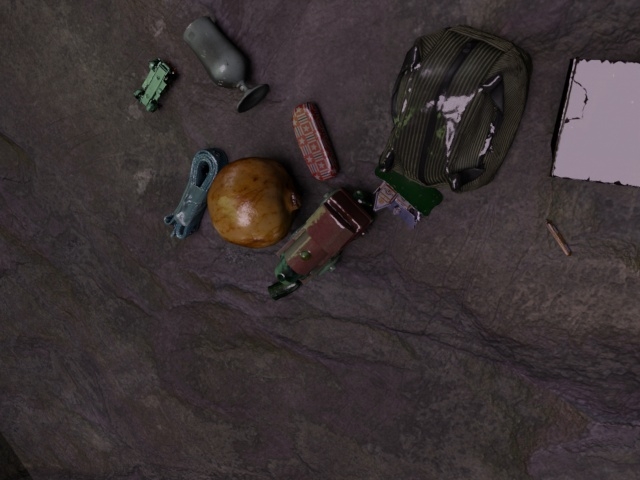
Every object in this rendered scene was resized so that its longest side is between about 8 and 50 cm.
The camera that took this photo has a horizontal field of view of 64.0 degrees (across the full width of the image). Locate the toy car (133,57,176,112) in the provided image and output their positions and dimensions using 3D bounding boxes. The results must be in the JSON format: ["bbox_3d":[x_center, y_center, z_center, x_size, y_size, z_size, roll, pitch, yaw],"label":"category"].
[{"bbox_3d":[-0.449,-0.421,1.398,0.073,0.054,0.143,43,121,2],"label":"toy car"}]

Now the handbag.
[{"bbox_3d":[0.268,-0.252,1.043,0.248,0.240,0.340,24,118,19],"label":"handbag"}]

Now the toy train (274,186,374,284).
[{"bbox_3d":[0.000,0.000,1.260,0.150,0.221,0.304,45,119,3],"label":"toy train"}]

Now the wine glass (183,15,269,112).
[{"bbox_3d":[-0.237,-0.438,1.271,0.103,0.103,0.231,-39,88,30],"label":"wine glass"}]

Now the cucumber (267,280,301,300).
[{"bbox_3d":[-0.100,0.132,1.453,0.105,0.048,0.048,-28,96,28],"label":"cucumber"}]

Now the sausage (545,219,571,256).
[{"bbox_3d":[0.531,-0.004,1.144,0.015,0.015,0.100,-34,93,30],"label":"sausage"}]

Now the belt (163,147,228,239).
[{"bbox_3d":[-0.356,-0.130,1.456,0.087,0.072,0.302,35,117,3],"label":"belt"}]

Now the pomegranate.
[{"bbox_3d":[-0.163,-0.095,1.293,0.249,0.248,0.248,8,112,21],"label":"pomegranate"}]

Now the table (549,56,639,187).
[{"bbox_3d":[0.553,-0.217,0.903,0.251,0.282,0.196,9,112,20],"label":"table"}]

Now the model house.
[{"bbox_3d":[0.189,-0.105,1.215,0.167,0.117,0.088,39,136,5],"label":"model house"}]

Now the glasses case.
[{"bbox_3d":[-0.014,-0.244,1.275,0.073,0.049,0.194,-14,102,29],"label":"glasses case"}]
